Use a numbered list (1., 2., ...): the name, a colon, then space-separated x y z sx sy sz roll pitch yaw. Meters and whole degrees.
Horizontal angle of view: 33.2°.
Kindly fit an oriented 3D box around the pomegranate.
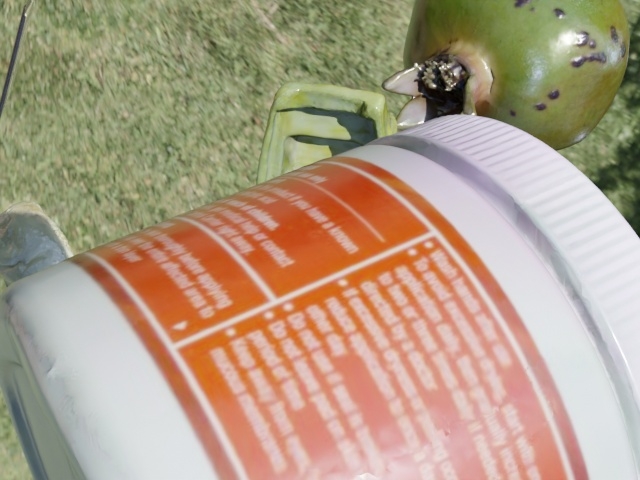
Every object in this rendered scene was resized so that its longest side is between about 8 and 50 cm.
1. pomegranate: 0.217 -0.245 1.326 0.323 0.291 0.290 -2 116 -47

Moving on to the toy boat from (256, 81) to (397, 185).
1. toy boat: 0.001 -0.002 0.851 0.111 0.084 0.276 7 120 5

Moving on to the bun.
1. bun: -0.417 0.030 1.573 0.111 0.164 0.188 -36 78 -10

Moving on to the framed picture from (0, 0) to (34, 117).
1. framed picture: -0.456 -0.281 1.615 0.010 0.199 0.195 15 110 -16

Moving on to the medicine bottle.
1. medicine bottle: 0.005 0.095 0.492 0.241 0.252 0.252 -23 117 -22
